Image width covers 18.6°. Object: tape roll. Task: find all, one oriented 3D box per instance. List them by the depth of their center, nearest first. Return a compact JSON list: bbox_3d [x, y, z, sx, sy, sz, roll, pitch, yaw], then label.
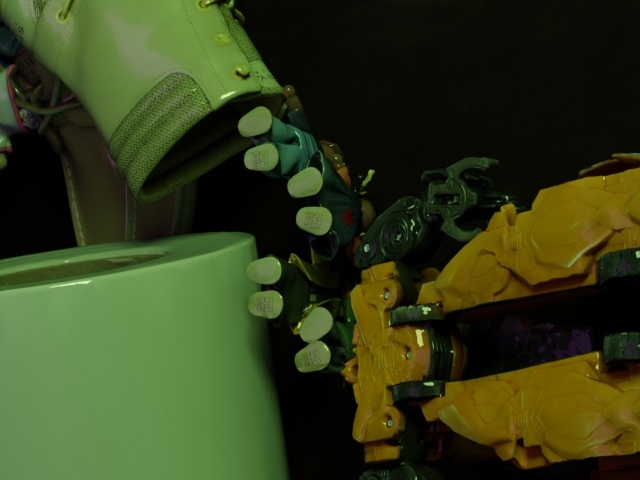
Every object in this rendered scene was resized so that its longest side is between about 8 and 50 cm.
[{"bbox_3d":[-0.148,0.096,1.213,0.246,0.246,0.169,-3,98,52],"label":"tape roll"}]

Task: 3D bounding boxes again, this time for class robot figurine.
[{"bbox_3d":[0.119,0.054,1.016,0.291,0.085,0.211,-16,70,50],"label":"robot figurine"}]

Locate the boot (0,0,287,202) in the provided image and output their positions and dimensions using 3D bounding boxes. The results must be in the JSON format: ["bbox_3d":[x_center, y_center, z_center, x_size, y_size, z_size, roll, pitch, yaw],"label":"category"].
[{"bbox_3d":[-0.069,-0.171,1.247,0.262,0.095,0.203,-40,65,7],"label":"boot"}]

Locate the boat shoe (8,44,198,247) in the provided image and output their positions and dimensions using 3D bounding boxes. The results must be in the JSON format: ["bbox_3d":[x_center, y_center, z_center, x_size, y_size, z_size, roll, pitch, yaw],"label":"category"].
[{"bbox_3d":[-0.170,-0.116,1.385,0.121,0.110,0.341,-28,66,48],"label":"boat shoe"}]

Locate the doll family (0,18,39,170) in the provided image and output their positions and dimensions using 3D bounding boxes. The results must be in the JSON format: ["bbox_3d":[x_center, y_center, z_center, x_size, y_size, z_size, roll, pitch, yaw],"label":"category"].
[{"bbox_3d":[-0.250,-0.191,1.515,0.163,0.118,0.263,-13,95,45],"label":"doll family"}]

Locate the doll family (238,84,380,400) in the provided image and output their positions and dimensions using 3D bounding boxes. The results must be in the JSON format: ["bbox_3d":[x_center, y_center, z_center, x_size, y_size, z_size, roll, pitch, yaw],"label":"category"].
[{"bbox_3d":[0.000,0.000,1.175,0.076,0.111,0.193,-1,86,28],"label":"doll family"}]
